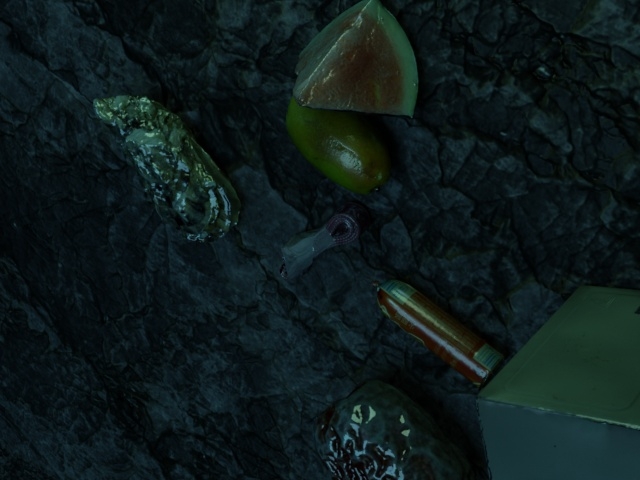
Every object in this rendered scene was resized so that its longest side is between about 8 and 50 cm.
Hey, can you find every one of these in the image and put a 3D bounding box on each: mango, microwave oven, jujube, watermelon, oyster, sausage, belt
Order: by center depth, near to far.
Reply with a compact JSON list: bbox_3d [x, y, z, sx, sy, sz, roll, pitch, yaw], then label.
[{"bbox_3d":[0.414,0.237,1.345,0.286,0.355,0.219,3,115,37],"label":"microwave oven"},{"bbox_3d":[0.048,-0.247,1.533,0.207,0.202,0.136,54,173,5],"label":"watermelon"},{"bbox_3d":[0.025,-0.171,1.616,0.233,0.111,0.125,49,121,24],"label":"mango"},{"bbox_3d":[0.191,0.145,1.674,0.264,0.083,0.083,37,131,20],"label":"sausage"},{"bbox_3d":[0.129,0.399,1.761,0.317,0.226,0.226,46,133,8],"label":"jujube"},{"bbox_3d":[0.000,0.000,1.763,0.071,0.053,0.232,50,134,-4],"label":"belt"},{"bbox_3d":[-0.296,-0.143,1.873,0.162,0.158,0.351,-40,100,10],"label":"oyster"}]
